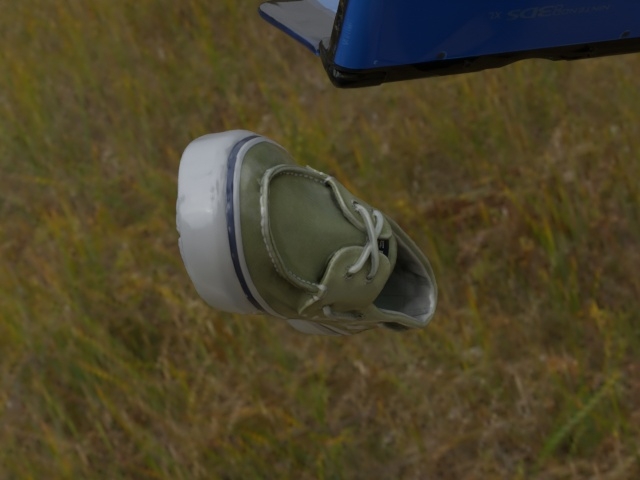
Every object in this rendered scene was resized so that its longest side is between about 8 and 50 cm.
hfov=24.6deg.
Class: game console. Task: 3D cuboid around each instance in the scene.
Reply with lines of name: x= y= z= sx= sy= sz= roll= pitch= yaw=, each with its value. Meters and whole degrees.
game console: x=0.126 y=-0.213 z=1.042 sx=0.293 sy=0.250 sz=0.173 roll=-9 pitch=54 yaw=-19

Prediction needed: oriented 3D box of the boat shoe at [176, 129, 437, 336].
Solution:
boat shoe: x=0.000 y=0.000 z=0.913 sx=0.094 sy=0.109 sz=0.302 roll=-1 pitch=-11 yaw=17
